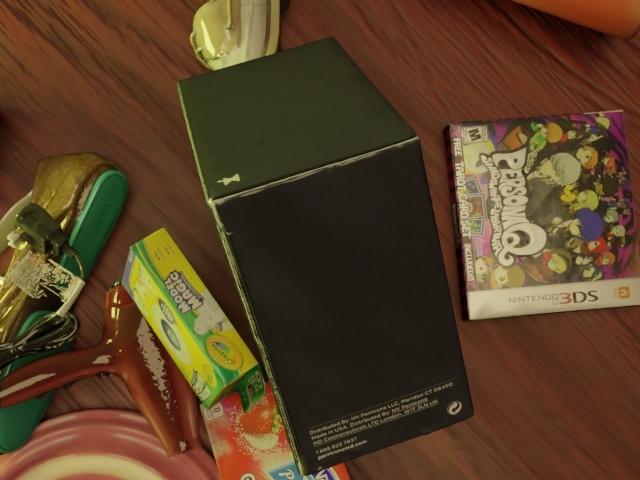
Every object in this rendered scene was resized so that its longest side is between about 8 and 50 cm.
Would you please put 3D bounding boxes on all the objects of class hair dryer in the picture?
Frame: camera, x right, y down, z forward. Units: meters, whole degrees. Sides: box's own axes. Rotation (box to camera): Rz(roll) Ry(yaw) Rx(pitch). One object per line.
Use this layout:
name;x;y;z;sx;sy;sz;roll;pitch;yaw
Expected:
hair dryer;-0.240;0.123;0.944;0.293;0.080;0.224;32;78;-2

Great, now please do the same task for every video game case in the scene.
video game case;0.259;-0.029;1.075;0.210;0.042;0.232;-4;85;-4

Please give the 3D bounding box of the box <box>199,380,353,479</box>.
box;-0.024;0.279;0.961;0.128;0.123;0.257;-18;66;-4

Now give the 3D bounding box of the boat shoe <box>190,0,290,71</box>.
boat shoe;-0.094;-0.227;1.051;0.103;0.113;0.303;7;74;0

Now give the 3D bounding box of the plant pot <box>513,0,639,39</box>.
plant pot;0.254;-0.378;1.013;0.243;0.275;0.275;12;84;9

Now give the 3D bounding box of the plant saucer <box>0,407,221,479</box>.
plant saucer;-0.243;0.352;1.000;0.332;0.084;0.332;0;85;-2

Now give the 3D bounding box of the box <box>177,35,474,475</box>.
box;0.000;0.000;0.880;0.182;0.296;0.294;-19;121;-4

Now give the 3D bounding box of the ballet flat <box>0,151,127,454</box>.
ballet flat;-0.327;0.057;1.019;0.124;0.116;0.343;16;84;19

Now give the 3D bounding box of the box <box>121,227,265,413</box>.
box;-0.120;0.086;0.872;0.043;0.105;0.179;-34;80;-26
